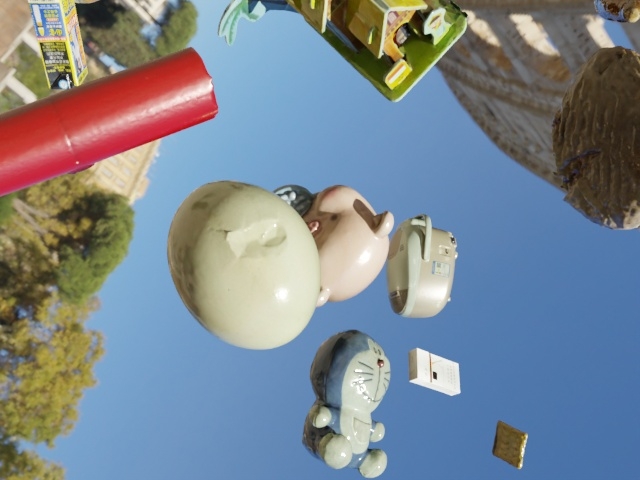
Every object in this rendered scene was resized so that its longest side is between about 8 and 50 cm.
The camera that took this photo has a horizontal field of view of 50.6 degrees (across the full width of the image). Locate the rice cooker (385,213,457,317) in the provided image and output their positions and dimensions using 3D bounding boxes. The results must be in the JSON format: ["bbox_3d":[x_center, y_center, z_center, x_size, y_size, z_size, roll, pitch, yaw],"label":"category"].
[{"bbox_3d":[0.199,0.054,1.355,0.145,0.127,0.206,141,-38,-71],"label":"rice cooker"}]

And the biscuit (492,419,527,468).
[{"bbox_3d":[0.417,0.449,1.495,0.081,0.018,0.083,15,-82,54],"label":"biscuit"}]

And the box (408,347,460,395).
[{"bbox_3d":[0.296,0.344,1.768,0.040,0.154,0.084,-31,-135,45],"label":"box"}]

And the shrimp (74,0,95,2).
[{"bbox_3d":[-0.362,-0.462,1.140,0.166,0.049,0.161,5,-121,28],"label":"shrimp"}]

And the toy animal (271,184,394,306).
[{"bbox_3d":[0.016,0.013,1.225,0.229,0.221,0.210,38,-92,27],"label":"toy animal"}]

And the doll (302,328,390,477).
[{"bbox_3d":[0.056,0.303,1.294,0.154,0.228,0.259,7,-106,42],"label":"doll"}]

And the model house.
[{"bbox_3d":[0.011,-0.402,1.179,0.340,0.323,0.300,-46,-114,11],"label":"model house"}]

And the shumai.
[{"bbox_3d":[0.615,-0.213,1.326,0.283,0.346,0.217,-22,-166,-35],"label":"shumai"}]

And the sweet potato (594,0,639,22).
[{"bbox_3d":[0.417,-0.339,0.960,0.057,0.057,0.264,-28,-164,30],"label":"sweet potato"}]

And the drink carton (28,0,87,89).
[{"bbox_3d":[-0.406,-0.323,1.044,0.056,0.166,0.071,0,-146,-1],"label":"drink carton"}]

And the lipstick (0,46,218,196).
[{"bbox_3d":[-0.229,-0.093,0.595,0.279,0.073,0.073,-24,-155,-15],"label":"lipstick"}]

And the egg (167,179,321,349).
[{"bbox_3d":[-0.113,0.033,1.014,0.219,0.269,0.219,-30,176,-2],"label":"egg"}]
